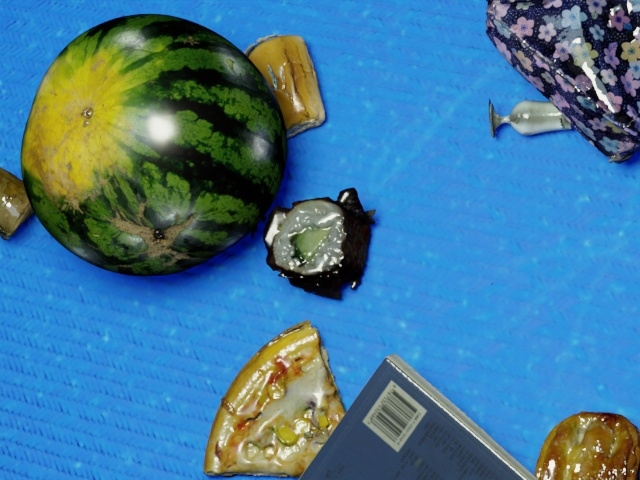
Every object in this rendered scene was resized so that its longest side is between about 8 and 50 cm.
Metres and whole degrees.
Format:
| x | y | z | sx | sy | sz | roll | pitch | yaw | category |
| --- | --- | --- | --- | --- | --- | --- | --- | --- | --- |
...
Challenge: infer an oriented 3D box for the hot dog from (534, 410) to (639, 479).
| x | y | z | sx | sy | sz | roll | pitch | yaw | category |
| --- | --- | --- | --- | --- | --- | --- | --- | --- | --- |
| 0.249 | 0.229 | 1.574 | 0.099 | 0.065 | 0.147 | 6 | 75 | 26 | hot dog |

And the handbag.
| x | y | z | sx | sy | sz | roll | pitch | yaw | category |
| --- | --- | --- | --- | --- | --- | --- | --- | --- | --- |
| 0.288 | -0.212 | 1.644 | 0.208 | 0.127 | 0.229 | -41 | 69 | -8 | handbag |

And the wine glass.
| x | y | z | sx | sy | sz | roll | pitch | yaw | category |
| --- | --- | --- | --- | --- | --- | --- | --- | --- | --- |
| 0.209 | -0.124 | 1.695 | 0.083 | 0.039 | 0.042 | -3 | 104 | 15 | wine glass |

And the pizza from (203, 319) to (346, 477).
| x | y | z | sx | sy | sz | roll | pitch | yaw | category |
| --- | --- | --- | --- | --- | --- | --- | --- | --- | --- |
| -0.029 | 0.193 | 1.692 | 0.185 | 0.036 | 0.176 | -45 | 67 | 3 | pizza |

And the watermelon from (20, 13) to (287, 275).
| x | y | z | sx | sy | sz | roll | pitch | yaw | category |
| --- | --- | --- | --- | --- | --- | --- | --- | --- | --- |
| -0.167 | -0.094 | 1.701 | 0.269 | 0.269 | 0.269 | -5 | 74 | 17 | watermelon |

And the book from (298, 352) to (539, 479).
| x | y | z | sx | sy | sz | roll | pitch | yaw | category |
| --- | --- | --- | --- | --- | --- | --- | --- | --- | --- |
| 0.111 | 0.263 | 1.595 | 0.269 | 0.025 | 0.191 | 41 | 110 | 20 | book |

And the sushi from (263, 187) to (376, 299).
| x | y | z | sx | sy | sz | roll | pitch | yaw | category |
| --- | --- | --- | --- | --- | --- | --- | --- | --- | --- |
| -0.001 | 0.001 | 1.708 | 0.094 | 0.084 | 0.098 | 5 | 73 | 23 | sushi |

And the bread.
| x | y | z | sx | sy | sz | roll | pitch | yaw | category |
| --- | --- | --- | --- | --- | --- | --- | --- | --- | --- |
| -0.039 | -0.163 | 1.782 | 0.072 | 0.053 | 0.106 | -21 | 75 | 16 | bread |

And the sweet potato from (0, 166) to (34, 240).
| x | y | z | sx | sy | sz | roll | pitch | yaw | category |
| --- | --- | --- | --- | --- | --- | --- | --- | --- | --- |
| -0.436 | -0.048 | 1.863 | 0.285 | 0.112 | 0.085 | 3 | 73 | 26 | sweet potato |
